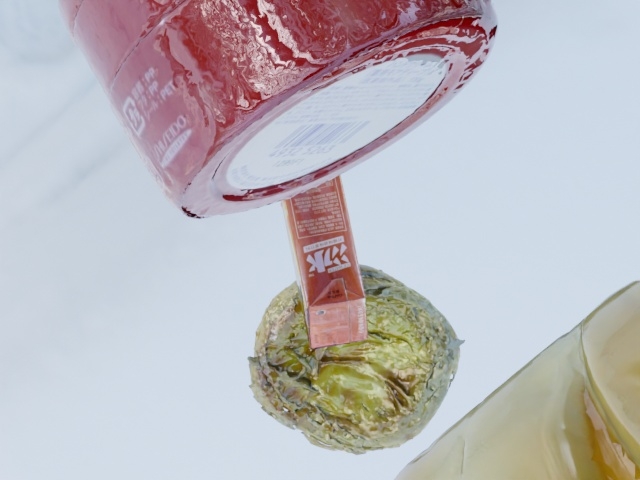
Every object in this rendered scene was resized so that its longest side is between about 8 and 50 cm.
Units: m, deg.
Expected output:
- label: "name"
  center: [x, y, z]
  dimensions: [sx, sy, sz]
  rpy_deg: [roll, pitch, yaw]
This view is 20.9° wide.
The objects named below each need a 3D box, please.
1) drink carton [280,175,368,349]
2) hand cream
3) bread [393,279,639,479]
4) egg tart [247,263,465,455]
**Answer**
- label: "drink carton"
  center: [0.000, 0.000, 1.915]
  dimensions: [0.071, 0.222, 0.096]
  rpy_deg: [-10, 147, -3]
- label: "hand cream"
  center: [-0.022, -0.123, 0.993]
  dimensions: [0.230, 0.230, 0.149]
  rpy_deg: [-24, 79, -20]
- label: "bread"
  center: [0.087, 0.067, 0.371]
  dimensions: [0.177, 0.084, 0.119]
  rpy_deg: [-40, 129, 10]
- label: "egg tart"
  center: [0.039, 0.131, 2.023]
  dimensions: [0.252, 0.098, 0.231]
  rpy_deg: [-2, 101, -6]
